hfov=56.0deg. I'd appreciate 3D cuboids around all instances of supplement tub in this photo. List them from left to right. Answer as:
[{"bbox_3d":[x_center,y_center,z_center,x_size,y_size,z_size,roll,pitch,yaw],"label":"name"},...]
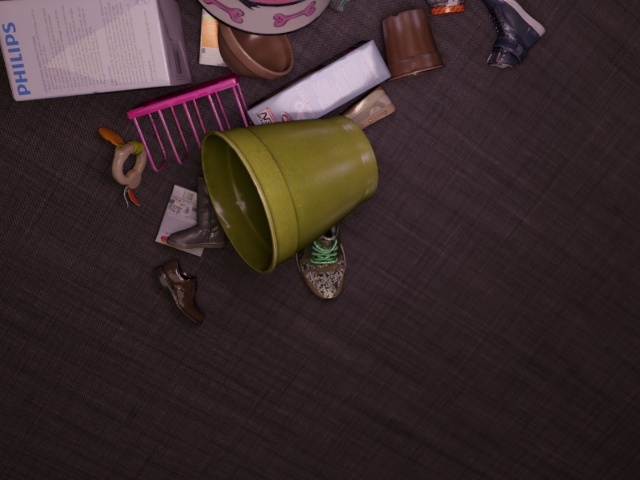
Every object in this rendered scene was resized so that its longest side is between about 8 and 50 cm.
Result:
[{"bbox_3d":[0.338,-0.712,1.622,0.117,0.117,0.190,-8,107,-2],"label":"supplement tub"}]

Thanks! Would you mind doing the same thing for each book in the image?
[{"bbox_3d":[-0.283,-0.559,1.668,0.096,0.035,0.144,5,107,-9],"label":"book"}]

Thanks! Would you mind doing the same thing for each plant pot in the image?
[{"bbox_3d":[-0.193,-0.519,1.611,0.110,0.237,0.237,-28,110,37],"label":"plant pot"},{"bbox_3d":[-0.058,-0.150,1.510,0.353,0.366,0.366,-24,109,-24],"label":"plant pot"},{"bbox_3d":[0.243,-0.537,1.656,0.167,0.167,0.165,-14,99,0],"label":"plant pot"}]

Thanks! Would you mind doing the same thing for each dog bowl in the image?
[{"bbox_3d":[-0.138,-0.721,1.467,0.408,0.150,0.407,2,79,-12],"label":"dog bowl"}]

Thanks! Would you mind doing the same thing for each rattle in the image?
[{"bbox_3d":[-0.584,-0.204,1.737,0.143,0.130,0.199,15,132,2],"label":"rattle"}]

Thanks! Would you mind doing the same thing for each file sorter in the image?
[{"bbox_3d":[-0.339,-0.324,1.651,0.291,0.202,0.182,-17,111,1],"label":"file sorter"}]

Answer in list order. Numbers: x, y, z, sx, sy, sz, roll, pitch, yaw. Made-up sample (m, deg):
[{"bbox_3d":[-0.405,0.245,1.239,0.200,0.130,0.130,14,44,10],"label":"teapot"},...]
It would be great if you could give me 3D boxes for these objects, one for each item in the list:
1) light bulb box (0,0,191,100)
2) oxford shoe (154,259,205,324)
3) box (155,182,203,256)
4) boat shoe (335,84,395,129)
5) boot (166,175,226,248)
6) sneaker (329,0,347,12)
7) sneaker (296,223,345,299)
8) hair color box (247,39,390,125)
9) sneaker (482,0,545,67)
[{"bbox_3d":[-0.540,-0.482,1.502,0.361,0.358,0.225,-7,106,-1],"label":"light bulb box"},{"bbox_3d":[-0.411,0.160,1.855,0.096,0.083,0.227,-29,108,0],"label":"oxford shoe"},{"bbox_3d":[-0.396,-0.061,1.809,0.145,0.038,0.186,20,104,-10],"label":"box"},{"bbox_3d":[0.078,-0.318,1.732,0.302,0.109,0.098,-38,105,2],"label":"boat shoe"},{"bbox_3d":[-0.351,-0.084,1.747,0.190,0.076,0.208,-3,115,-19],"label":"boot"},{"bbox_3d":[0.079,-0.696,1.646,0.166,0.065,0.076,-43,122,12],"label":"sneaker"},{"bbox_3d":[0.000,0.000,1.782,0.158,0.182,0.410,-7,108,-2],"label":"sneaker"},{"bbox_3d":[-0.011,-0.408,1.653,0.375,0.185,0.113,-29,107,5],"label":"hair color box"},{"bbox_3d":[0.500,-0.586,1.689,0.226,0.086,0.163,33,99,-14],"label":"sneaker"}]
